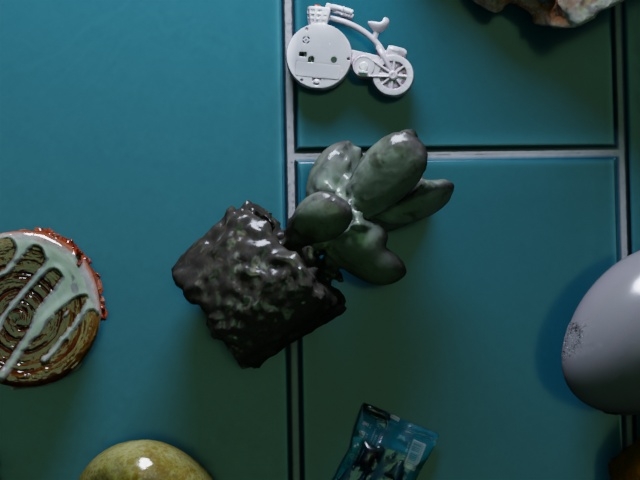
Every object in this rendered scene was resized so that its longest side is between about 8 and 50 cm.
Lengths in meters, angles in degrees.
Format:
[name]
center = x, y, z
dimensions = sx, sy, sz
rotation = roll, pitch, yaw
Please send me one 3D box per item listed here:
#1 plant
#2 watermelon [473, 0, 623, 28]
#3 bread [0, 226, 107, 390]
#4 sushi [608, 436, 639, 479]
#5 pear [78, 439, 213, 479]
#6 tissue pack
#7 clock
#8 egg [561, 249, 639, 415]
[plant]
center = -0.001, 0.001, 1.855
dimensions = 0.274, 0.146, 0.149
rotation = -35, 87, -5
[watermelon]
center = 0.248, -0.343, 1.889
dimensions = 0.302, 0.151, 0.264
rotation = -44, 91, -5
[bread]
center = -0.285, 0.063, 1.869
dimensions = 0.160, 0.073, 0.161
rotation = 0, 86, -3
[sushi]
center = 0.393, 0.218, 1.866
dimensions = 0.287, 0.149, 0.140
rotation = -41, 61, 30
[pear]
center = -0.168, 0.274, 1.833
dimensions = 0.167, 0.136, 0.167
rotation = 0, 83, 0
[tissue pack]
center = 0.051, 0.236, 1.907
dimensions = 0.085, 0.028, 0.138
rotation = 24, 89, -3
[clock]
center = 0.032, -0.184, 1.921
dimensions = 0.129, 0.041, 0.087
rotation = 13, 89, 2
[egg]
center = 0.321, 0.086, 1.873
dimensions = 0.198, 0.146, 0.146
rotation = -40, 90, 3
